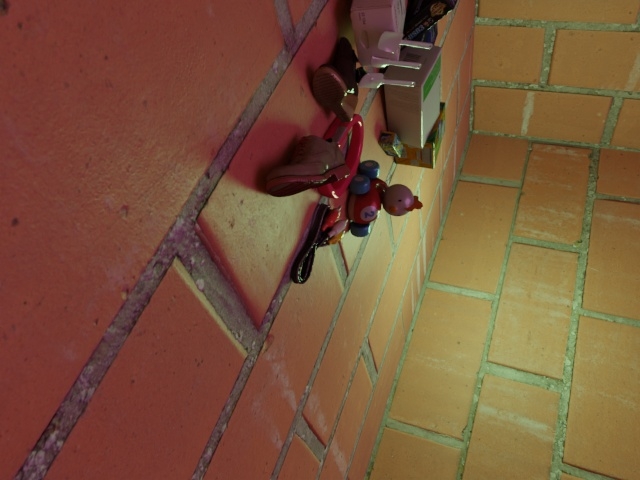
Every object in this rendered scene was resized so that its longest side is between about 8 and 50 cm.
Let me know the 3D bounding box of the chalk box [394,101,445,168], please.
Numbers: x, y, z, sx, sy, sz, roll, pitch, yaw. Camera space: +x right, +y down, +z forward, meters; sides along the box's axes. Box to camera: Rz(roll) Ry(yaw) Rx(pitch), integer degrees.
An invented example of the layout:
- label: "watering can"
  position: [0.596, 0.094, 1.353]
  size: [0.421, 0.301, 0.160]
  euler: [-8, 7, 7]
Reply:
- label: "chalk box"
  position: [0.430, -0.479, 2.291]
  size: [0.180, 0.179, 0.289]
  euler: [67, 39, -58]

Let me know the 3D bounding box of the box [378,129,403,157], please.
- label: "box"
  position: [0.278, -0.377, 2.110]
  size: [0.169, 0.059, 0.054]
  euler: [24, 80, -69]

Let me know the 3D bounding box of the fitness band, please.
- label: "fitness band"
  position: [0.062, -0.257, 1.619]
  size: [0.209, 0.054, 0.291]
  euler: [84, 27, -44]

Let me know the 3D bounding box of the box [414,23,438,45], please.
- label: "box"
  position: [0.381, -0.794, 2.109]
  size: [0.184, 0.103, 0.261]
  euler: [61, 44, -57]

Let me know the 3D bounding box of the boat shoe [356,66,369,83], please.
- label: "boat shoe"
  position: [0.115, -0.492, 1.607]
  size: [0.125, 0.038, 0.046]
  euler: [-110, -161, -58]

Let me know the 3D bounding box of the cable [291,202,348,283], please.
- label: "cable"
  position: [0.000, 0.000, 1.554]
  size: [0.287, 0.072, 0.140]
  euler: [-57, 146, -44]

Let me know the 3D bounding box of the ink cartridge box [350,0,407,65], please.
- label: "ink cartridge box"
  position: [0.173, -0.671, 1.536]
  size: [0.207, 0.117, 0.283]
  euler: [68, 29, -58]

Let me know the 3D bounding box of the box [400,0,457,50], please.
- label: "box"
  position: [0.360, -0.805, 1.819]
  size: [0.073, 0.293, 0.296]
  euler: [35, 60, -20]

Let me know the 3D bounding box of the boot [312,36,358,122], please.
- label: "boot"
  position: [0.044, -0.461, 1.452]
  size: [0.248, 0.090, 0.207]
  euler: [43, 49, -65]

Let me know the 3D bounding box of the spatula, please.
- label: "spatula"
  position: [0.221, -0.503, 1.518]
  size: [0.241, 0.019, 0.168]
  euler: [-11, 136, -41]

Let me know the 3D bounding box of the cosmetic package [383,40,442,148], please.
- label: "cosmetic package"
  position: [0.348, -0.541, 2.021]
  size: [0.197, 0.155, 0.366]
  euler: [-62, 158, -18]

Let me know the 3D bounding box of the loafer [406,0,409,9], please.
- label: "loafer"
  position: [0.271, -0.823, 1.819]
  size: [0.096, 0.084, 0.268]
  euler: [68, 38, -55]

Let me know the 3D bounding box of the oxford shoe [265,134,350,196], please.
- label: "oxford shoe"
  position: [-0.044, -0.189, 1.328]
  size: [0.348, 0.122, 0.130]
  euler: [-27, 99, -63]

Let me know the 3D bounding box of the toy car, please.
- label: "toy car"
  position: [0.232, -0.132, 1.861]
  size: [0.210, 0.237, 0.219]
  euler: [-56, 149, -47]
